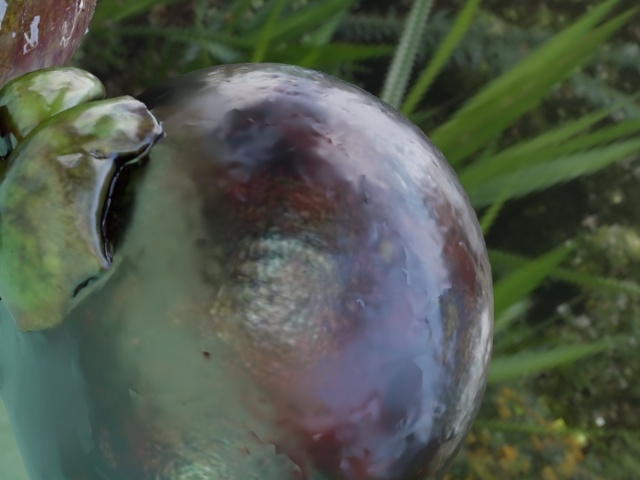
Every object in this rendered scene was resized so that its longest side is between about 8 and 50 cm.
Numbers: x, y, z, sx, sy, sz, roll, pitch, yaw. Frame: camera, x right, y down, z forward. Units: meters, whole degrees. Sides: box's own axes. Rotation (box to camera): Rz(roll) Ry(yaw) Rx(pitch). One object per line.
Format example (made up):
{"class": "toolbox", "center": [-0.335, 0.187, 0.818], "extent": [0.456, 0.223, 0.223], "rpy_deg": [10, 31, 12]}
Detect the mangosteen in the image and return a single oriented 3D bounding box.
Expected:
{"class": "mangosteen", "center": [-0.077, 0.041, 0.889], "extent": [0.306, 0.360, 0.306], "rpy_deg": [-166, -90, -68]}

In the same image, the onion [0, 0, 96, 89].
{"class": "onion", "center": [-0.291, -0.273, 1.187], "extent": [0.348, 0.385, 0.347], "rpy_deg": [32, 41, -32]}
